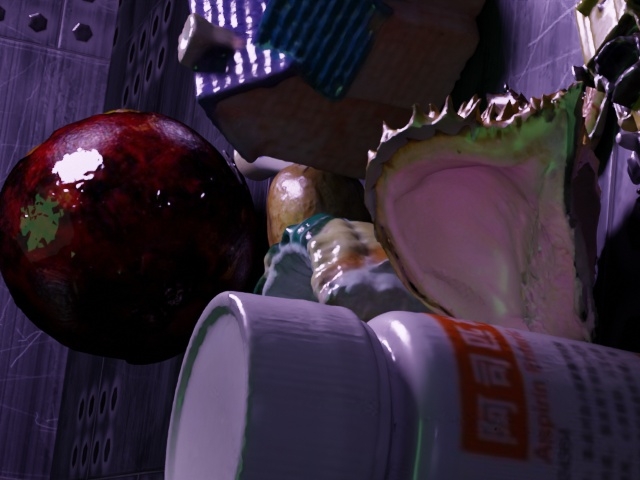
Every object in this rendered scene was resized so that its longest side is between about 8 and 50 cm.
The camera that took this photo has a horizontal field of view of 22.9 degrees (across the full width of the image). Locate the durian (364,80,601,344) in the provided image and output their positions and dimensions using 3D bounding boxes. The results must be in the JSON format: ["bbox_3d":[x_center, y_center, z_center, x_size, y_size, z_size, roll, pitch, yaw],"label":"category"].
[{"bbox_3d":[0.130,-0.019,1.254,0.305,0.195,0.185,71,-154,-44],"label":"durian"}]

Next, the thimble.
[{"bbox_3d":[0.032,0.102,1.635,0.288,0.167,0.254,139,137,-63],"label":"thimble"}]

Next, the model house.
[{"bbox_3d":[-0.006,-0.245,1.758,0.312,0.280,0.245,120,154,-42],"label":"model house"}]

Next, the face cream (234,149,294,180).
[{"bbox_3d":[-0.037,-0.147,2.156,0.224,0.070,0.114,-26,55,56],"label":"face cream"}]

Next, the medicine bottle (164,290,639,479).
[{"bbox_3d":[0.092,0.158,1.103,0.211,0.371,0.211,-169,90,-71],"label":"medicine bottle"}]

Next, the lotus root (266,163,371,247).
[{"bbox_3d":[0.000,0.000,1.866,0.138,0.138,0.214,143,122,-64],"label":"lotus root"}]

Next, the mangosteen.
[{"bbox_3d":[-0.274,-0.007,2.297,0.421,0.381,0.381,-95,18,-84],"label":"mangosteen"}]

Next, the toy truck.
[{"bbox_3d":[0.262,-0.097,1.160,0.136,0.111,0.286,120,151,-42],"label":"toy truck"}]

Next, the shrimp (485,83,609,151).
[{"bbox_3d":[0.213,-0.146,1.437,0.195,0.035,0.148,-133,53,-59],"label":"shrimp"}]
